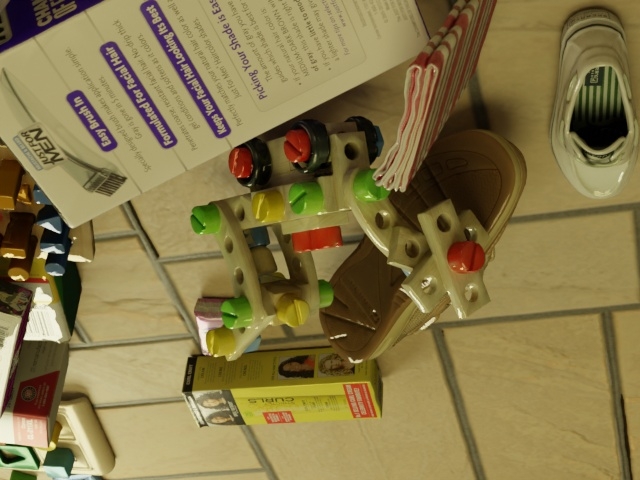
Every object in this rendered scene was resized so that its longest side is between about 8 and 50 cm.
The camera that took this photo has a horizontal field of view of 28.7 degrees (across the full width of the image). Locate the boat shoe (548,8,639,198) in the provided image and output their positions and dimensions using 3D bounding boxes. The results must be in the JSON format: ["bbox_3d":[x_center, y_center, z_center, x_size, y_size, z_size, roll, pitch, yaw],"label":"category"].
[{"bbox_3d":[0.248,-0.103,1.147,0.083,0.075,0.226,-7,138,14],"label":"boat shoe"}]

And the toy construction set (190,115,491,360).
[{"bbox_3d":[0.000,0.000,1.179,0.328,0.215,0.151,-9,179,42],"label":"toy construction set"}]

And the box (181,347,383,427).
[{"bbox_3d":[-0.044,0.179,1.522,0.232,0.058,0.087,-4,138,10],"label":"box"}]

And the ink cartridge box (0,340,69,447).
[{"bbox_3d":[-0.397,0.166,1.486,0.175,0.127,0.072,8,140,-4],"label":"ink cartridge box"}]

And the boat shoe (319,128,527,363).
[{"bbox_3d":[0.114,0.001,1.273,0.110,0.121,0.341,-15,156,-38],"label":"boat shoe"}]

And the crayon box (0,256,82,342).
[{"bbox_3d":[-0.375,-0.020,1.301,0.202,0.081,0.318,2,140,2],"label":"crayon box"}]

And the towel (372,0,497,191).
[{"bbox_3d":[0.102,-0.146,1.030,0.029,0.197,0.144,24,140,9],"label":"towel"}]

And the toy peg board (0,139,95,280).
[{"bbox_3d":[-0.303,-0.016,1.176,0.161,0.079,0.161,5,140,-1],"label":"toy peg board"}]

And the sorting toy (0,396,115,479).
[{"bbox_3d":[-0.389,0.271,1.672,0.196,0.047,0.347,-1,139,7],"label":"sorting toy"}]

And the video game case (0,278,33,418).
[{"bbox_3d":[-0.421,0.091,1.326,0.210,0.042,0.232,21,141,-5],"label":"video game case"}]

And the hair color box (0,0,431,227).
[{"bbox_3d":[-0.101,-0.168,0.995,0.339,0.110,0.185,-27,137,1],"label":"hair color box"}]

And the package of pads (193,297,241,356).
[{"bbox_3d":[-0.118,0.101,1.458,0.050,0.032,0.083,3,140,6],"label":"package of pads"}]

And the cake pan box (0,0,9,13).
[{"bbox_3d":[-0.273,-0.298,0.852,0.267,0.245,0.070,37,170,-34],"label":"cake pan box"}]
